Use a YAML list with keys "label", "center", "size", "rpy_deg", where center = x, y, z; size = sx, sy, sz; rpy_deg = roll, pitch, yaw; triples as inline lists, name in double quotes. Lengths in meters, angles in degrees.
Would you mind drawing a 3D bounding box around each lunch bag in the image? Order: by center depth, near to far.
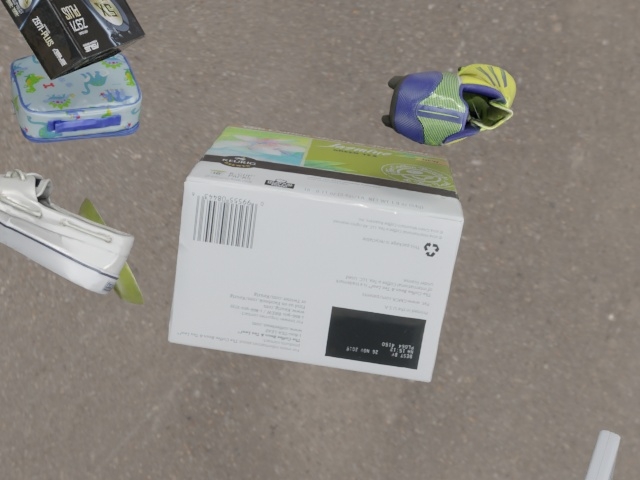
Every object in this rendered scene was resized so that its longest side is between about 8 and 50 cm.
- label: "lunch bag"
  center: [-0.439, -0.256, 1.627]
  size: [0.219, 0.176, 0.090]
  rpy_deg: [-11, 140, -24]

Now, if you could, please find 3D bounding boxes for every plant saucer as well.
- label: "plant saucer"
  center: [-0.424, 0.030, 1.805]
  size: [0.037, 0.241, 0.241]
  rpy_deg: [-29, 113, -15]

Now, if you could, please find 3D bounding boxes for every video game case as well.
- label: "video game case"
  center: [0.249, 0.324, 0.886]
  size: [0.212, 0.023, 0.193]
  rpy_deg: [-54, 149, -40]

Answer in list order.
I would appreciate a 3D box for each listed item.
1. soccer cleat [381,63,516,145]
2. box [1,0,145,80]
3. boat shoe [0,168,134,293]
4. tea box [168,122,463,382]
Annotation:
- label: "soccer cleat"
  center: [0.183, -0.156, 1.079]
  size: [0.289, 0.121, 0.093]
  rpy_deg: [-18, 121, -55]
- label: "box"
  center: [-0.371, -0.341, 1.373]
  size: [0.077, 0.180, 0.147]
  rpy_deg: [-23, 102, 29]
- label: "boat shoe"
  center: [-0.343, -0.038, 1.047]
  size: [0.267, 0.096, 0.088]
  rpy_deg: [30, 91, 0]
- label: "tea box"
  center: [0.000, 0.000, 1.203]
  size: [0.329, 0.323, 0.220]
  rpy_deg: [9, 108, 0]
